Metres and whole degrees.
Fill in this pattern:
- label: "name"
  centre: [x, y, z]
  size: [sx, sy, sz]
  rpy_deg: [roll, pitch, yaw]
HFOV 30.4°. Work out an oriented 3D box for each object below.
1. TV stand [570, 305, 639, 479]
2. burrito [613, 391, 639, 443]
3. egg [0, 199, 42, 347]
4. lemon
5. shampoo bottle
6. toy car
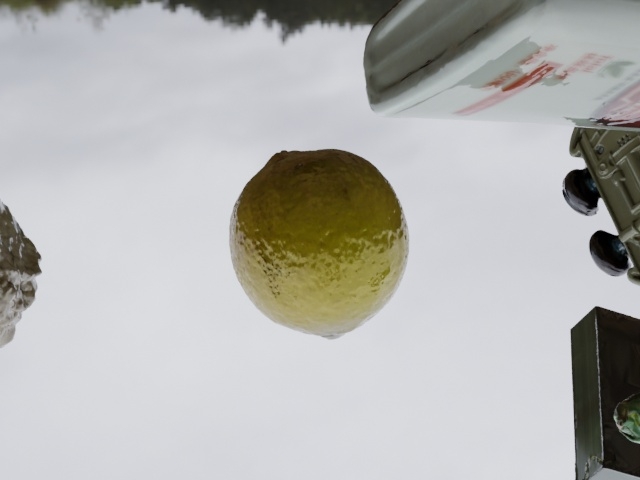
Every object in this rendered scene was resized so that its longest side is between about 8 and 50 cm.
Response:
- label: "TV stand"
  centre: [0.421, 0.233, 1.699]
  size: [0.088, 0.083, 0.269]
  rpy_deg: [17, -128, -13]
- label: "burrito"
  centre: [0.427, 0.201, 1.283]
  size: [0.288, 0.054, 0.104]
  rpy_deg: [3, -143, -46]
- label: "egg"
  centre: [-0.472, 0.042, 1.398]
  size: [0.279, 0.279, 0.310]
  rpy_deg: [-5, -146, -4]
- label: "lemon"
  centre: [-0.001, -0.001, 1.745]
  size: [0.293, 0.293, 0.293]
  rpy_deg: [-3, -159, 1]
- label: "shampoo bottle"
  centre: [0.182, -0.095, 0.626]
  size: [0.284, 0.071, 0.153]
  rpy_deg: [7, 159, -27]
- label: "toy car"
  centre: [0.426, -0.063, 1.378]
  size: [0.198, 0.204, 0.248]
  rpy_deg: [2, -122, -39]
